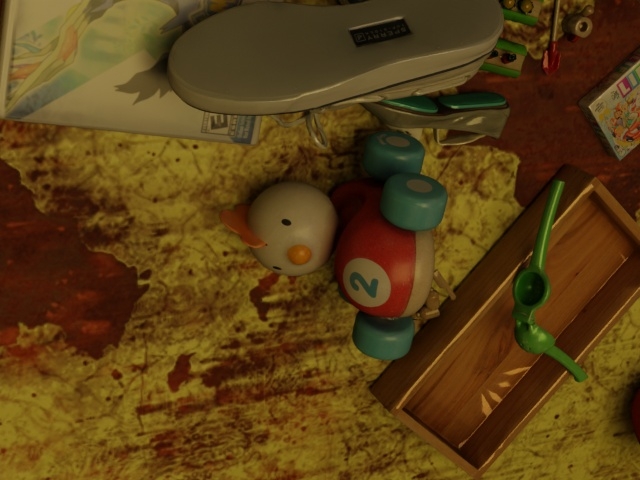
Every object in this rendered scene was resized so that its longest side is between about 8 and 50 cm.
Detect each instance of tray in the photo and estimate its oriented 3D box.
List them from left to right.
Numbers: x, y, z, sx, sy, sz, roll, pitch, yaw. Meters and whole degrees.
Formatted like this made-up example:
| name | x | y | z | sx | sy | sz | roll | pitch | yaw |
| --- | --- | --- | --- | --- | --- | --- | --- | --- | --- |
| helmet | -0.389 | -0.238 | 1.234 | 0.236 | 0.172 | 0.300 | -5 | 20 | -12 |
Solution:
| name | x | y | z | sx | sy | sz | roll | pitch | yaw |
| --- | --- | --- | --- | --- | --- | --- | --- | --- | --- |
| tray | 0.277 | 0.116 | 1.491 | 0.411 | 0.076 | 0.203 | -48 | 121 | 1 |

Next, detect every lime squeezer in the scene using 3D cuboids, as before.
| name | x | y | z | sx | sy | sz | roll | pitch | yaw |
| --- | --- | --- | --- | --- | --- | --- | --- | --- | --- |
| lime squeezer | 0.300 | 0.080 | 1.412 | 0.110 | 0.059 | 0.310 | -21 | 116 | -15 |

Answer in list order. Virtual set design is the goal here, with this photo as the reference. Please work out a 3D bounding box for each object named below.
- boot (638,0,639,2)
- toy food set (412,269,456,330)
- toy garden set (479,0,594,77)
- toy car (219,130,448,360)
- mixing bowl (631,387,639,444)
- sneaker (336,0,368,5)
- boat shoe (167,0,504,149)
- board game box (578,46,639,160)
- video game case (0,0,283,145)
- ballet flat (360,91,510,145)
| name | x | y | z | sx | sy | sz | roll | pitch | yaw |
| --- | --- | --- | --- | --- | --- | --- | --- | --- | --- |
| boot | 0.424 | -0.416 | 1.285 | 0.211 | 0.104 | 0.295 | -44 | 102 | -16 |
| toy food set | 0.117 | 0.089 | 1.441 | 0.122 | 0.019 | 0.078 | -35 | 120 | 1 |
| toy garden set | 0.281 | -0.317 | 1.334 | 0.204 | 0.049 | 0.244 | 9 | 106 | -26 |
| toy car | 0.000 | 0.000 | 1.262 | 0.238 | 0.210 | 0.219 | 3 | 121 | -12 |
| mixing bowl | 0.546 | 0.265 | 1.653 | 0.182 | 0.098 | 0.181 | -8 | 112 | -21 |
| sneaker | 0.046 | -0.352 | 1.197 | 0.080 | 0.081 | 0.211 | -23 | 118 | -14 |
| boat shoe | 0.014 | -0.185 | 1.194 | 0.367 | 0.135 | 0.156 | -15 | 155 | -14 |
| board game box | 0.433 | -0.197 | 1.461 | 0.154 | 0.026 | 0.103 | -42 | 120 | -4 |
| video game case | -0.181 | -0.275 | 1.154 | 0.300 | 0.036 | 0.328 | 4 | 109 | -25 |
| ballet flat | 0.136 | -0.149 | 1.326 | 0.213 | 0.072 | 0.068 | 0 | 120 | -23 |
